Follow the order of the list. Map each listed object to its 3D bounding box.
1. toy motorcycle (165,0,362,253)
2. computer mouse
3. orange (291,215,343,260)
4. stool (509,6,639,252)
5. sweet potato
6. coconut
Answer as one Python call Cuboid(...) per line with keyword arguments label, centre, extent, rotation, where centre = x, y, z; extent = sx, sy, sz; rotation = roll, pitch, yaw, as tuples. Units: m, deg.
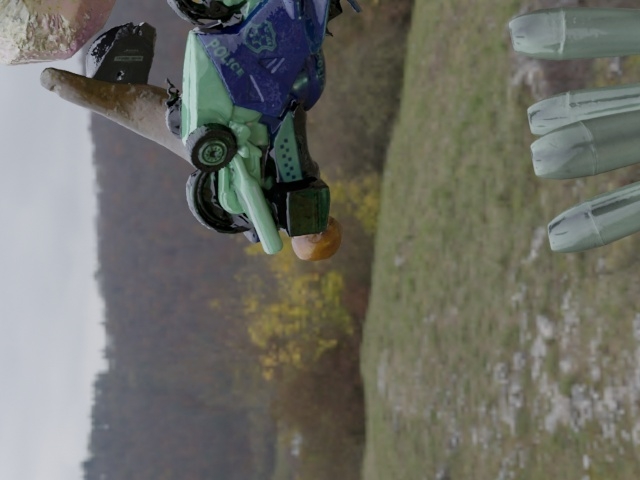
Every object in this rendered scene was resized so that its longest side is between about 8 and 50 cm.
Cuboid(label="toy motorcycle", centre=(-0.054, -0.155, 1.094), extent=(0.125, 0.196, 0.331), rotation=(-131, 33, -57))
Cuboid(label="computer mouse", centre=(-0.293, -0.267, 1.594), extent=(0.172, 0.099, 0.057), rotation=(-53, 50, 46))
Cuboid(label="orange", centre=(0.000, 0.000, 1.742), extent=(0.062, 0.086, 0.086), rotation=(58, 180, -8))
Cuboid(label="stool", centre=(0.289, -0.111, 1.007), extent=(0.195, 0.198, 0.195), rotation=(61, -160, -57))
Cuboid(label="sweet potato", centre=(-0.199, -0.151, 1.425), extent=(0.079, 0.346, 0.108), rotation=(-65, -8, 28))
Cuboid(label="coconut", centre=(-0.404, -0.354, 1.519), extent=(0.245, 0.233, 0.233), rotation=(168, 102, -66))
